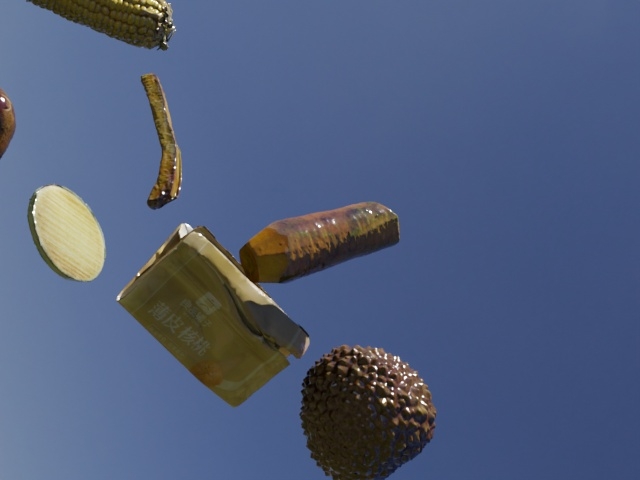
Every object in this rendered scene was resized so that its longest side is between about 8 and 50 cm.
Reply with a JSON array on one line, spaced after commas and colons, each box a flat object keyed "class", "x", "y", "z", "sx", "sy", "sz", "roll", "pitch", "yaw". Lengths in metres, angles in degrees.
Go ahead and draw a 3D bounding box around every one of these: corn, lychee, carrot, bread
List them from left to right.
[{"class": "bread", "x": -0.624, "y": -0.014, "z": 2.127, "sx": 0.040, "sy": 0.267, "sz": 0.267, "roll": -24, "pitch": -100, "yaw": 19}, {"class": "corn", "x": -0.396, "y": -0.416, "z": 1.477, "sx": 0.115, "sy": 0.318, "sz": 0.115, "roll": -52, "pitch": -152, "yaw": 42}, {"class": "carrot", "x": 0.000, "y": 0.000, "z": 1.552, "sx": 0.114, "sy": 0.302, "sz": 0.114, "roll": 33, "pitch": -48, "yaw": 47}, {"class": "lychee", "x": 0.077, "y": 0.317, "z": 1.611, "sx": 0.267, "sy": 0.267, "sz": 0.267, "roll": 27, "pitch": -56, "yaw": 49}]

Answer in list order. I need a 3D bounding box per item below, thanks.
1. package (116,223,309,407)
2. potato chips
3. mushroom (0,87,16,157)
[{"class": "package", "x": -0.179, "y": 0.129, "z": 1.602, "sx": 0.311, "sy": 0.221, "sz": 0.165, "roll": 48, "pitch": -33, "yaw": -18}, {"class": "potato chips", "x": -0.166, "y": -0.109, "z": 0.899, "sx": 0.026, "sy": 0.037, "sz": 0.204, "roll": 87, "pitch": -8, "yaw": -51}, {"class": "mushroom", "x": -0.733, "y": -0.222, "z": 1.796, "sx": 0.194, "sy": 0.231, "sz": 0.138, "roll": 30, "pitch": -16, "yaw": 40}]
